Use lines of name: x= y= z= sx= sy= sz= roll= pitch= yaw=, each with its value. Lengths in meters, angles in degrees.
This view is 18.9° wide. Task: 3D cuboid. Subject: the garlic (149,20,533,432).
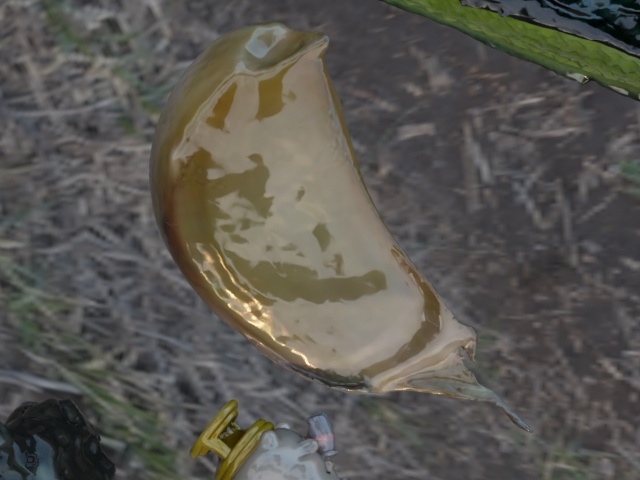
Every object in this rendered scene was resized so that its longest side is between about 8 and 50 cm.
garlic: x=-0.004 y=0.010 z=1.353 sx=0.151 sy=0.196 sz=0.338 roll=-41 pitch=112 yaw=-35

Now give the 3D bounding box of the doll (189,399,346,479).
doll: x=-0.014 y=0.149 z=1.220 sx=0.127 sy=0.073 sz=0.084 roll=38 pitch=87 yaw=5

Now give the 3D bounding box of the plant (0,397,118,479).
plant: x=-0.184 y=0.267 z=1.176 sx=0.215 sy=0.213 sz=0.312 roll=-25 pitch=91 yaw=-58

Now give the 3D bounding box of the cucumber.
cucumber: x=0.073 y=-0.083 z=0.645 sx=0.220 sy=0.070 sz=0.046 roll=22 pitch=95 yaw=17
